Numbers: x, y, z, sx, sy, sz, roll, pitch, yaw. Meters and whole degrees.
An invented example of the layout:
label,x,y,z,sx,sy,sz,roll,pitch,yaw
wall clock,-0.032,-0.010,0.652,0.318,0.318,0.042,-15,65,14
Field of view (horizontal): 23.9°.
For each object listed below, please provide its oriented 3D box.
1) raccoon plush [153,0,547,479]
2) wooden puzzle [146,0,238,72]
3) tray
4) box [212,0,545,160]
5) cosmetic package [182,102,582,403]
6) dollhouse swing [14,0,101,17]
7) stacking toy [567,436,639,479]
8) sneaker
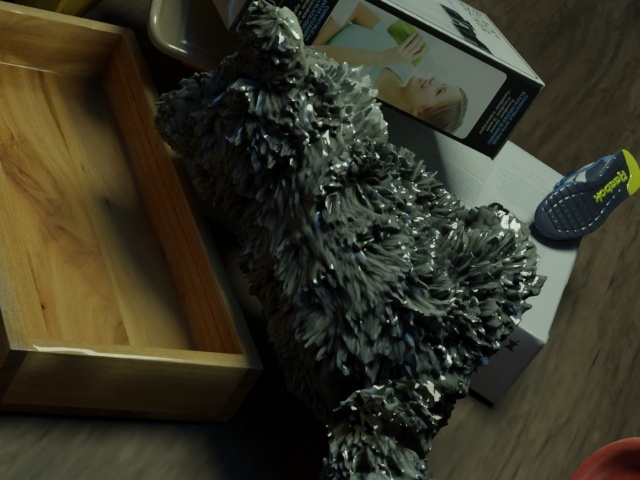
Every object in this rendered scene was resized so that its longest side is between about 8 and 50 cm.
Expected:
label,x,y,z,sx,sy,sz,roll,pitch,yaw
raccoon plush,0.000,0.000,1.107,0.299,0.216,0.446,45,14,-13
wooden puzzle,-0.052,-0.192,1.417,0.238,0.044,0.221,26,34,-18
tray,-0.206,-0.036,1.228,0.202,0.076,0.411,7,41,-33
box,0.043,-0.195,1.355,0.290,0.087,0.169,24,22,-27
cosmetic package,0.063,-0.049,1.443,0.377,0.097,0.284,33,32,0
dollhouse swing,-0.247,-0.442,1.454,0.305,0.315,0.347,38,34,-4
stacking toy,0.325,0.265,1.128,0.130,0.309,0.279,38,45,-31
sneaker,0.249,-0.038,1.459,0.144,0.059,0.053,-29,99,-37
